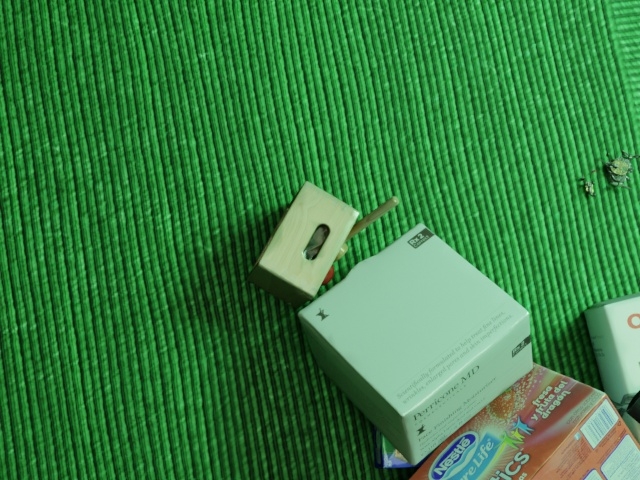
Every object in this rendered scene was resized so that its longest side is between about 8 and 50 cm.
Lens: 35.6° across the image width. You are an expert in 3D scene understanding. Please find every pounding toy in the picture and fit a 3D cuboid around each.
[{"bbox_3d":[0.000,0.000,1.124,0.100,0.130,0.141,31,75,-4],"label":"pounding toy"}]

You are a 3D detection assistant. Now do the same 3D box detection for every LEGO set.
[{"bbox_3d":[0.371,-0.086,1.271,0.083,0.023,0.054,-13,80,0],"label":"LEGO set"}]

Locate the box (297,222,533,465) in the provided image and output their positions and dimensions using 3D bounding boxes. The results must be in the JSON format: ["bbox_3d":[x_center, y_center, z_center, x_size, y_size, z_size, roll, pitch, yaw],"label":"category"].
[{"bbox_3d":[0.105,0.110,1.092,0.181,0.119,0.182,-36,52,-14],"label":"box"}]

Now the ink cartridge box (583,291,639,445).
[{"bbox_3d":[0.452,0.189,1.159,0.211,0.121,0.289,-15,82,3],"label":"ink cartridge box"}]

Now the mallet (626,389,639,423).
[{"bbox_3d":[0.419,0.139,1.089,0.190,0.039,0.062,-45,79,-4],"label":"mallet"}]

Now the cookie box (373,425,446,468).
[{"bbox_3d":[0.117,0.216,1.153,0.107,0.040,0.092,0,79,-12],"label":"cookie box"}]

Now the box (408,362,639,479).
[{"bbox_3d":[0.200,0.296,1.076,0.300,0.142,0.154,-45,117,-13],"label":"box"}]
